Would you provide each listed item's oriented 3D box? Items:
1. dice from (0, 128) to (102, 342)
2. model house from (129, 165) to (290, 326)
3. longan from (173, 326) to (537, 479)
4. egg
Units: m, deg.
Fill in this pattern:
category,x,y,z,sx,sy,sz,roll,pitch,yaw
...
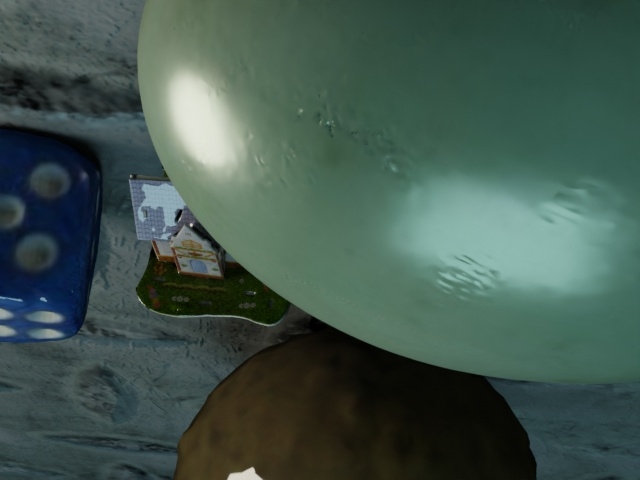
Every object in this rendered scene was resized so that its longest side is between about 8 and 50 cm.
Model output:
category,x,y,z,sx,sy,sz,roll,pitch,yaw
dice,-0.259,0.001,0.891,0.143,0.146,0.146,7,158,-9
model house,-0.071,-0.037,0.758,0.117,0.167,0.088,7,151,8
longan,0.038,0.277,1.145,0.391,0.391,0.391,4,154,2
egg,0.106,-0.069,0.528,0.389,0.276,0.276,9,153,-9
